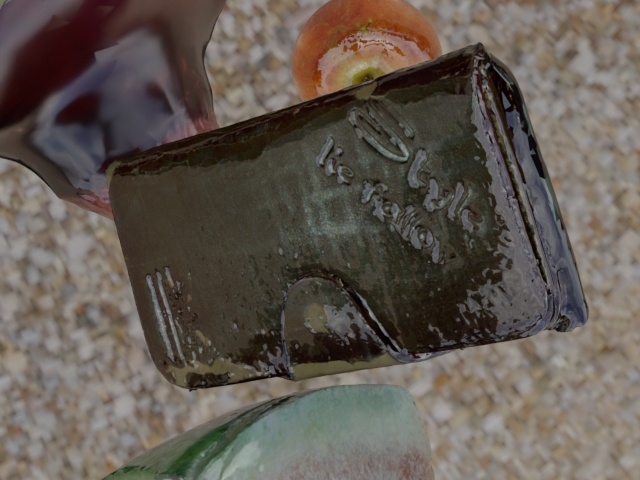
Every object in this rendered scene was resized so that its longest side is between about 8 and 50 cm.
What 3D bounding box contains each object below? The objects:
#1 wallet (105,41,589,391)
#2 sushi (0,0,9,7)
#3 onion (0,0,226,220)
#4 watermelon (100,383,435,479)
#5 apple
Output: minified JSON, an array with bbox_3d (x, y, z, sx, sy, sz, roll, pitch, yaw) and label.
[{"bbox_3d":[0.000,0.000,0.787,0.031,0.232,0.122,-21,96,-49],"label":"wallet"},{"bbox_3d":[-0.281,-0.216,0.745,0.351,0.240,0.396,23,100,-35],"label":"sushi"},{"bbox_3d":[-0.179,-0.145,1.151,0.398,0.398,0.420,-39,107,3],"label":"onion"},{"bbox_3d":[-0.024,0.197,0.954,0.193,0.232,0.310,-52,165,-47],"label":"watermelon"},{"bbox_3d":[0.051,-0.193,1.977,0.163,0.139,0.163,0,116,0],"label":"apple"}]
